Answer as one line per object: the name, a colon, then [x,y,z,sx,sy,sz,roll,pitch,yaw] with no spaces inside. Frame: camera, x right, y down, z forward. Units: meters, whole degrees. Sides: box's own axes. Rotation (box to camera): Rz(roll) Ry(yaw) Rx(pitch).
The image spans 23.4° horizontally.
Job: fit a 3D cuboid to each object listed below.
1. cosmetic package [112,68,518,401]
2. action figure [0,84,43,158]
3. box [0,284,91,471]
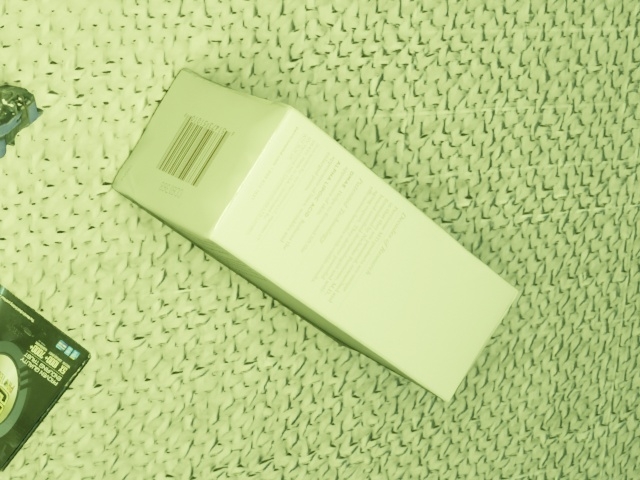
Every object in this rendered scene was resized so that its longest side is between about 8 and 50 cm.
cosmetic package: [0.000,0.000,1.617,0.385,0.217,0.156,35,84,-39]
action figure: [-0.413,-0.096,1.368,0.341,0.178,0.330,-44,137,-49]
box: [-0.340,0.112,1.500,0.147,0.077,0.180,-52,127,-9]
